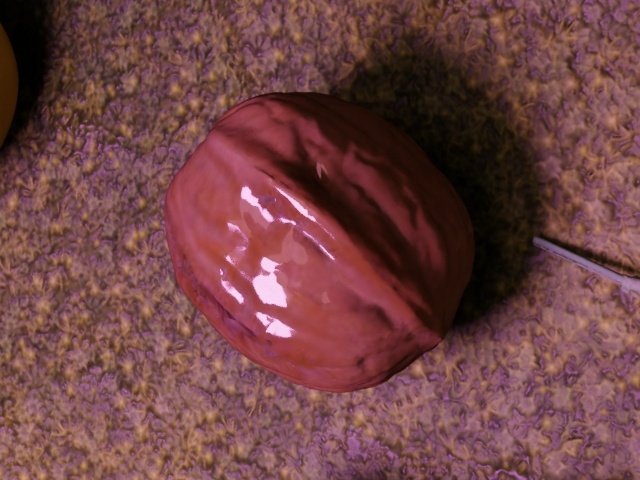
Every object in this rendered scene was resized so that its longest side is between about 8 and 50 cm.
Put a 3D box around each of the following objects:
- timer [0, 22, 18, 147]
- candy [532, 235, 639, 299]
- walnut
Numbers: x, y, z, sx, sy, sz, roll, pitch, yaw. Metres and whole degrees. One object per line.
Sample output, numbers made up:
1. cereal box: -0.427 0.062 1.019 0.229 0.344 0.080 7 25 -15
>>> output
1. timer: -0.397 -0.179 1.823 0.285 0.285 0.285 1 92 35
2. candy: 0.237 0.033 1.478 0.194 0.062 0.058 29 152 40
3. walnut: 0.000 0.000 1.542 0.261 0.225 0.225 37 112 23
